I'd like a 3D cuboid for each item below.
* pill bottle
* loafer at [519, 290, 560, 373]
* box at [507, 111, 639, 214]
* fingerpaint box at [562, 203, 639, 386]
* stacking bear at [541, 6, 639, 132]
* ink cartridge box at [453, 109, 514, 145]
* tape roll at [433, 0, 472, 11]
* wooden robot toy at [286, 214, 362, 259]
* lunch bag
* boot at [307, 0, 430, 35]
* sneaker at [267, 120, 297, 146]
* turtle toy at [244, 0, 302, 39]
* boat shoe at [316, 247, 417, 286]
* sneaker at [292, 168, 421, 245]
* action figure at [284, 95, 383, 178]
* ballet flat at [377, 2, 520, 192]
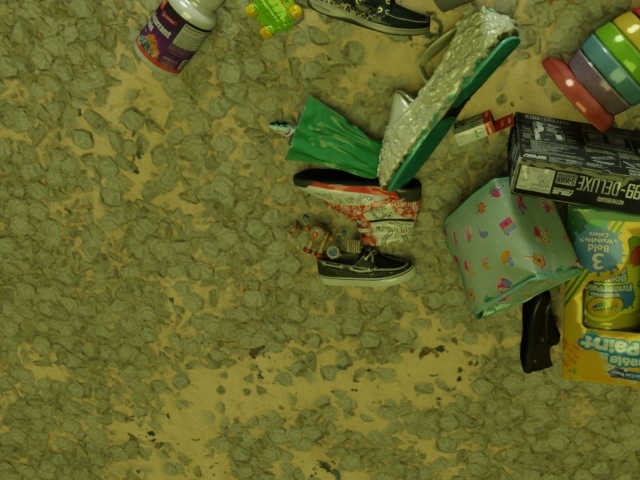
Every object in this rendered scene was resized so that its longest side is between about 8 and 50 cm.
[{"bbox_3d":[-0.269,-0.422,1.708,0.108,0.108,0.193,38,117,-10],"label":"pill bottle"},{"bbox_3d":[0.484,0.192,1.923,0.078,0.080,0.220,-2,123,0],"label":"loafer"},{"bbox_3d":[0.508,-0.144,1.637,0.308,0.242,0.076,10,119,5],"label":"box"},{"bbox_3d":[0.703,0.097,1.699,0.445,0.163,0.371,4,109,20],"label":"fingerpaint box"},{"bbox_3d":[0.570,-0.345,1.573,0.175,0.164,0.289,42,112,-13],"label":"stacking bear"},{"bbox_3d":[0.320,-0.228,1.728,0.115,0.063,0.029,-20,115,19],"label":"ink cartridge box"},{"bbox_3d":[0.207,-0.508,1.510,0.072,0.219,0.219,-17,113,20],"label":"tape roll"},{"bbox_3d":[0.000,0.000,1.878,0.173,0.079,0.076,21,94,11],"label":"wooden robot toy"},{"bbox_3d":[0.356,0.019,1.743,0.262,0.160,0.223,-43,62,55],"label":"lunch bag"},{"bbox_3d":[0.106,-0.484,1.619,0.237,0.085,0.178,16,117,2],"label":"boot"},{"bbox_3d":[-0.064,-0.207,1.825,0.098,0.038,0.069,12,119,5],"label":"sneaker"},{"bbox_3d":[-0.094,-0.455,1.681,0.095,0.066,0.130,-29,109,23],"label":"turtle toy"},{"bbox_3d":[0.098,0.055,1.913,0.219,0.077,0.070,-3,118,14],"label":"boat shoe"},{"bbox_3d":[0.072,-0.064,1.846,0.270,0.090,0.144,6,116,5],"label":"sneaker"},{"bbox_3d":[0.055,-0.188,1.791,0.232,0.063,0.137,21,100,-13],"label":"action figure"},{"bbox_3d":[0.220,-0.280,1.701,0.147,0.147,0.409,34,116,-8],"label":"ballet flat"}]
